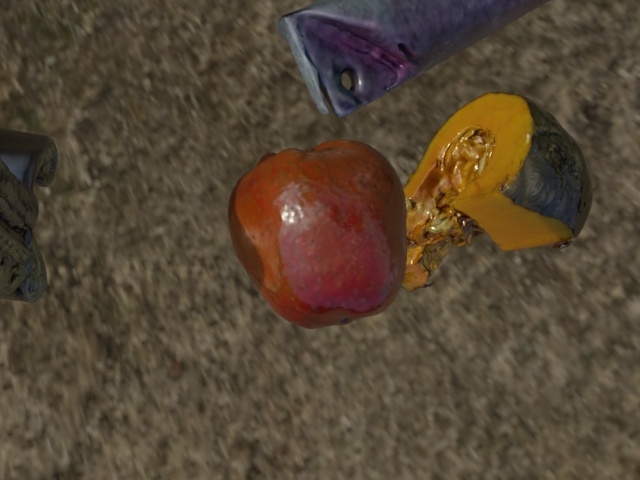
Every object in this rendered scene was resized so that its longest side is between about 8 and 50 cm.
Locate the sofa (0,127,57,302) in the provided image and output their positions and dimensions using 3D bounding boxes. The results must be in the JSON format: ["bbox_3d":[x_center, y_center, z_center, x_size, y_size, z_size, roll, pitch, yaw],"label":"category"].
[{"bbox_3d":[-0.285,-0.074,1.231,0.200,0.258,0.182,10,79,7],"label":"sofa"}]

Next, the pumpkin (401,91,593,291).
[{"bbox_3d":[0.189,-0.034,2.166,0.139,0.190,0.280,36,95,-38],"label":"pumpkin"}]

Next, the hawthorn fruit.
[{"bbox_3d":[0.000,0.000,1.349,0.133,0.133,0.138,-21,74,-7],"label":"hawthorn fruit"}]

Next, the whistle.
[{"bbox_3d":[0.056,-0.083,0.552,0.176,0.033,0.033,-32,121,-36],"label":"whistle"}]
